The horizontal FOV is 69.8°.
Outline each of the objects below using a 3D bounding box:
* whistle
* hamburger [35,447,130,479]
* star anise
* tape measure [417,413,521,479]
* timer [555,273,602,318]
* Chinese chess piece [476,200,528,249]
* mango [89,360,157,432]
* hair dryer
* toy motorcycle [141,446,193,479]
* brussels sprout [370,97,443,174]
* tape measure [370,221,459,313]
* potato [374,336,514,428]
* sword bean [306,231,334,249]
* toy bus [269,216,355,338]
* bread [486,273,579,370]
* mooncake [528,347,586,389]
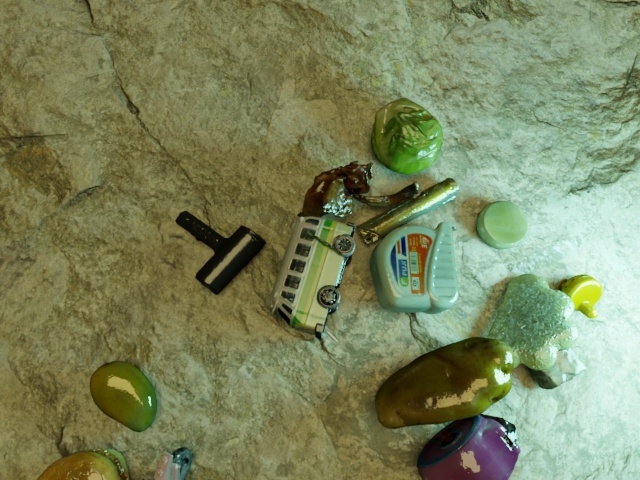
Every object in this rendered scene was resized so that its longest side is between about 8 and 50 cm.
[{"bbox_3d":[0.256,-0.087,1.336,0.326,0.057,0.068,-28,78,-10],"label":"whistle"},{"bbox_3d":[-0.554,0.595,1.077,0.213,0.108,0.214,0,77,1],"label":"hamburger"},{"bbox_3d":[0.097,-0.136,1.276,0.346,0.148,0.237,-5,31,8],"label":"star anise"},{"bbox_3d":[0.355,0.515,1.086,0.245,0.231,0.149,-36,79,-8],"label":"tape measure"},{"bbox_3d":[0.728,0.151,1.270,0.107,0.109,0.107,-4,117,-9],"label":"timer"},{"bbox_3d":[0.530,-0.045,1.342,0.144,0.058,0.144,1,75,-4],"label":"Chinese chess piece"},{"bbox_3d":[-0.486,0.387,1.142,0.130,0.092,0.195,-33,83,-13],"label":"mango"},{"bbox_3d":[-0.307,0.006,1.277,0.251,0.089,0.197,37,78,17],"label":"hair dryer"},{"bbox_3d":[-0.389,0.596,1.028,0.108,0.204,0.239,-5,71,27],"label":"toy motorcycle"},{"bbox_3d":[0.250,-0.300,1.351,0.223,0.161,0.223,-2,83,18],"label":"brussels sprout"},{"bbox_3d":[0.260,0.076,1.258,0.246,0.125,0.243,3,67,-5],"label":"tape measure"},{"bbox_3d":[0.309,0.361,1.145,0.369,0.176,0.196,-22,53,0],"label":"potato"},{"bbox_3d":[0.000,0.000,1.177,0.083,0.012,0.012,30,75,13],"label":"sword bean"},{"bbox_3d":[-0.022,0.094,1.226,0.179,0.143,0.306,16,75,4],"label":"toy bus"},{"bbox_3d":[0.574,0.221,1.224,0.207,0.056,0.287,13,65,32],"label":"bread"},{"bbox_3d":[0.617,0.322,1.233,0.129,0.073,0.125,-29,74,-6],"label":"mooncake"}]
